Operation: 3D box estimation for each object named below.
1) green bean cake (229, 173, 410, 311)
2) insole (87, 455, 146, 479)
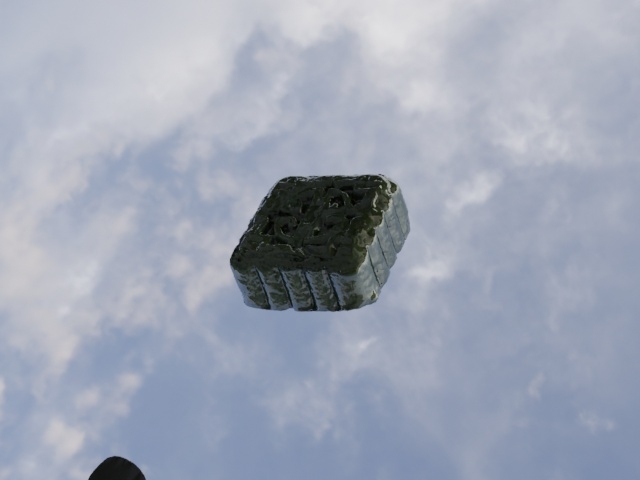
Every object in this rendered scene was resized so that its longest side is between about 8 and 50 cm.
[{"bbox_3d":[0.000,0.000,1.076,0.184,0.094,0.185,2,-137,26],"label":"green bean cake"},{"bbox_3d":[-0.214,0.322,1.001,0.086,0.005,0.253,-42,-145,-11],"label":"insole"}]
